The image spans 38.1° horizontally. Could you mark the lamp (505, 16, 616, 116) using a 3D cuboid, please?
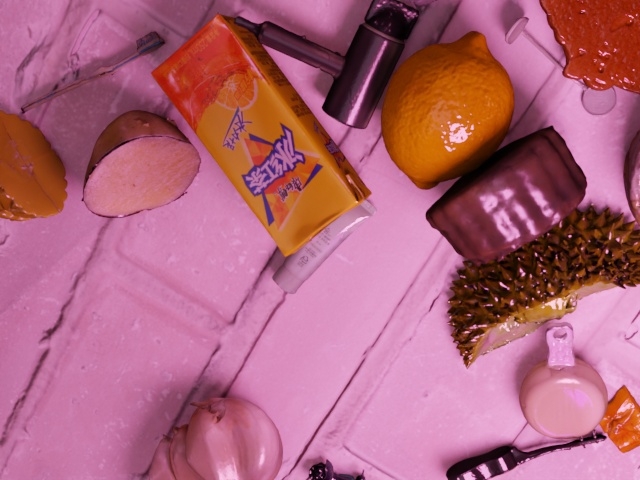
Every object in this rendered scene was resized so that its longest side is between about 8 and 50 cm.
[{"bbox_3d":[0.352,-0.251,1.354,0.198,0.056,0.050,38,109,-4],"label":"lamp"}]

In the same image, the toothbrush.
[{"bbox_3d":[-0.380,-0.271,1.533,0.294,0.026,0.028,-25,82,19],"label":"toothbrush"}]

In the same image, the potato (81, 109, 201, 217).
[{"bbox_3d":[-0.303,-0.139,1.507,0.202,0.182,0.117,-49,53,39],"label":"potato"}]

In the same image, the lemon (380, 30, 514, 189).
[{"bbox_3d":[0.181,-0.185,1.343,0.187,0.187,0.244,25,111,5],"label":"lemon"}]

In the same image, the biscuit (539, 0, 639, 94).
[{"bbox_3d":[0.425,-0.292,1.317,0.280,0.043,0.183,34,104,-10],"label":"biscuit"}]

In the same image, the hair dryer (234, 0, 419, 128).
[{"bbox_3d":[-0.003,-0.302,1.386,0.248,0.078,0.195,22,110,-8],"label":"hair dryer"}]

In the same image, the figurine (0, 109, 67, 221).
[{"bbox_3d":[-0.609,-0.072,1.603,0.315,0.168,0.187,-24,128,30],"label":"figurine"}]

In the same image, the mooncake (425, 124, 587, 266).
[{"bbox_3d":[0.270,-0.059,1.338,0.228,0.228,0.124,-36,94,21],"label":"mooncake"}]

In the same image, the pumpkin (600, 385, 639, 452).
[{"bbox_3d":[0.493,0.295,1.500,0.073,0.035,0.101,-38,93,18],"label":"pumpkin"}]

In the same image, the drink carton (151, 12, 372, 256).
[{"bbox_3d":[-0.087,-0.163,1.432,0.155,0.111,0.351,-37,89,20],"label":"drink carton"}]

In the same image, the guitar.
[{"bbox_3d":[0.340,0.357,1.542,0.271,0.084,0.038,-22,90,12],"label":"guitar"}]

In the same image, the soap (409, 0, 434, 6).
[{"bbox_3d":[0.285,-0.456,1.309,0.302,0.258,0.158,-25,103,-26],"label":"soap"}]

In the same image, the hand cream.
[{"bbox_3d":[0.000,0.000,1.518,0.078,0.050,0.205,42,107,4],"label":"hand cream"}]

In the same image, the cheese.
[{"bbox_3d":[0.378,0.218,1.454,0.137,0.064,0.227,-7,125,10],"label":"cheese"}]

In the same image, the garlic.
[{"bbox_3d":[-0.173,0.372,1.617,0.203,0.185,0.281,58,134,19],"label":"garlic"}]

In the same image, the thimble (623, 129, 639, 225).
[{"bbox_3d":[0.500,-0.084,1.318,0.137,0.143,0.190,-25,100,20],"label":"thimble"}]

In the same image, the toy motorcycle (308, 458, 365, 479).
[{"bbox_3d":[0.034,0.467,1.653,0.100,0.058,0.173,-3,108,7],"label":"toy motorcycle"}]

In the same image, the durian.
[{"bbox_3d":[0.347,0.062,1.442,0.356,0.157,0.169,-25,136,20],"label":"durian"}]
